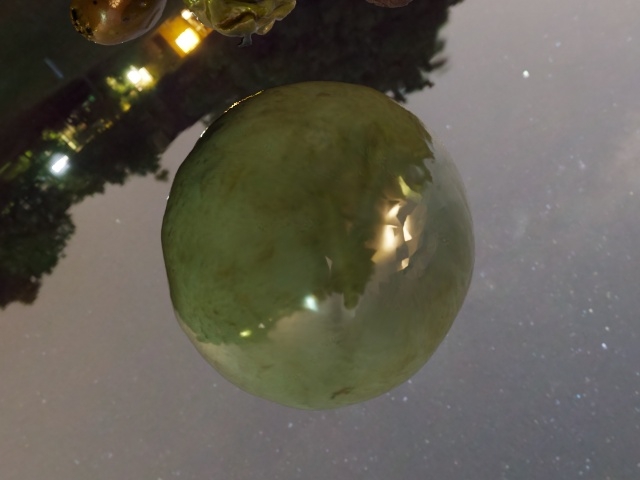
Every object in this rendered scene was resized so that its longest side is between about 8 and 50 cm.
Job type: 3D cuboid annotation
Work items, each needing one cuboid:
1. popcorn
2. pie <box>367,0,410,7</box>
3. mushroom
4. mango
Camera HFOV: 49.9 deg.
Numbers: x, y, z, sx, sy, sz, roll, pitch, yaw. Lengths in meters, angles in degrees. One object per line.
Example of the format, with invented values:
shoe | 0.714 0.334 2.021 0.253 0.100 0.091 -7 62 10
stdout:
popcorn | -0.198 -0.603 1.647 0.297 0.281 0.316 -9 179 -24
pie | 0.178 -0.717 1.897 0.218 0.204 0.054 143 -39 -73
mushroom | 0.000 0.000 0.740 0.352 0.352 0.260 -50 -166 -20
mango | -0.515 -0.620 1.785 0.152 0.201 0.287 7 -131 46
